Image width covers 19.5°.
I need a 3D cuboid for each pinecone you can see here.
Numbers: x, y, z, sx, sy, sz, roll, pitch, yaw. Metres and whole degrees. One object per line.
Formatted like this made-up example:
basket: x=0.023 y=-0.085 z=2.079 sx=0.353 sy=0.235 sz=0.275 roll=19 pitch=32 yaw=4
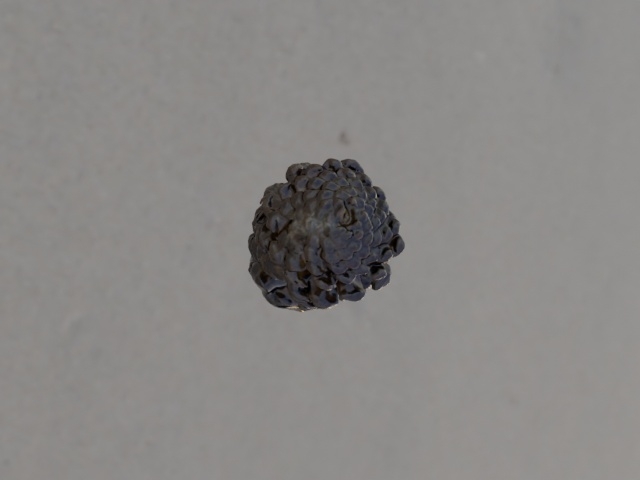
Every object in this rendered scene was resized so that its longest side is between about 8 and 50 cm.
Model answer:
pinecone: x=0.000 y=0.000 z=0.933 sx=0.077 sy=0.077 sz=0.083 roll=-61 pitch=-173 yaw=-21
